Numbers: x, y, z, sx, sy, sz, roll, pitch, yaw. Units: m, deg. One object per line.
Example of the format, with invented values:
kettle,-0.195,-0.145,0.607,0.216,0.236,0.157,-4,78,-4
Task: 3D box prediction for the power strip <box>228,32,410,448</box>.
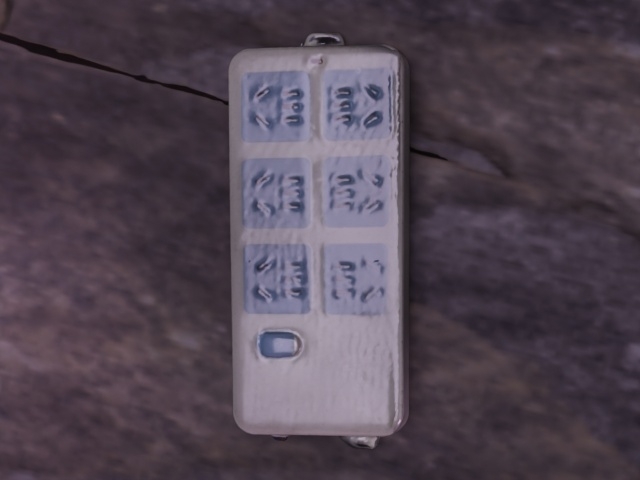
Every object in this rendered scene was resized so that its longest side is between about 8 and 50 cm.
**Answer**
power strip,0.000,0.000,0.721,0.081,0.035,0.192,0,90,11
